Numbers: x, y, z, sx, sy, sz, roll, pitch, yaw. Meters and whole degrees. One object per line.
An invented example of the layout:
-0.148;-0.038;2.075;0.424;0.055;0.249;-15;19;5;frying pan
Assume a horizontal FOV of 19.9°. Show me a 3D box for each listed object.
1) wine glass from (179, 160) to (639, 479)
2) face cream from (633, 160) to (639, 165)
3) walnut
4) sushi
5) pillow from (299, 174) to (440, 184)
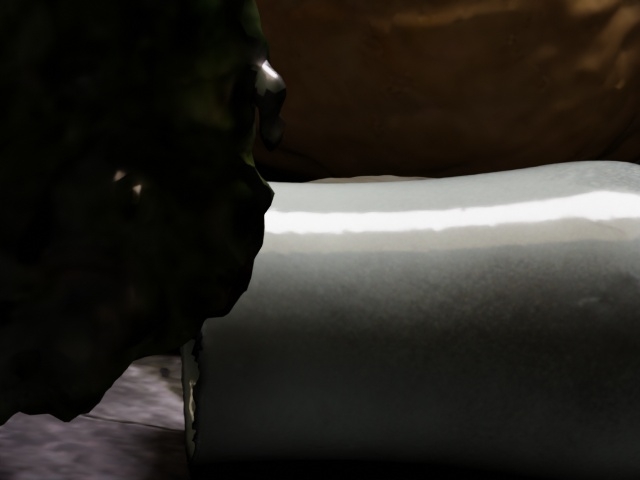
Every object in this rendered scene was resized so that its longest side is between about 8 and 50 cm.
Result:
0.072;0.026;0.560;0.231;0.103;0.103;0;12;-9;wine glass
0.227;-0.071;1.216;0.198;0.057;0.084;2;11;-18;face cream
0.077;-0.163;1.029;0.344;0.306;0.306;11;12;39;walnut
-0.181;-0.095;0.431;0.294;0.352;0.178;-19;20;-27;sushi
-0.001;0.000;0.775;0.093;0.051;0.241;14;17;38;pillow
